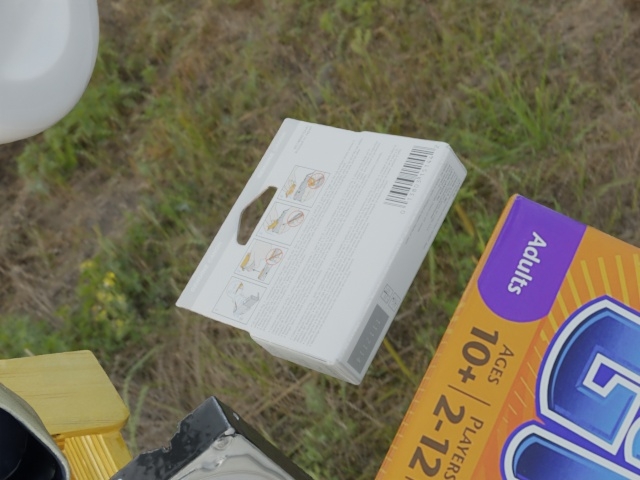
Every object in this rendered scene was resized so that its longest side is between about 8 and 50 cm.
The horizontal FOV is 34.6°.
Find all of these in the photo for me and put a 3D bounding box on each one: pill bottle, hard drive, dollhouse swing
[{"bbox_3d":[-0.336,-0.140,0.736,0.334,0.188,0.188,-7,51,35],"label":"pill bottle"},{"bbox_3d":[-0.117,0.344,1.205,0.237,0.339,0.064,-38,46,0],"label":"hard drive"},{"bbox_3d":[-0.392,0.369,1.434,0.315,0.347,0.305,-6,62,-20],"label":"dollhouse swing"}]

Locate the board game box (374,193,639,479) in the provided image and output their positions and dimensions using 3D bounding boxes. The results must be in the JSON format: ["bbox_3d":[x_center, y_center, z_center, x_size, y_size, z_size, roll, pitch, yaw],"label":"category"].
[{"bbox_3d":[0.201,0.247,0.736,0.356,0.356,0.356,25,73,9],"label":"board game box"}]

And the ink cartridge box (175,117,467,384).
[{"bbox_3d":[0.000,0.000,1.245,0.261,0.066,0.296,15,68,39],"label":"ink cartridge box"}]

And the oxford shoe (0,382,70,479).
[{"bbox_3d":[-0.345,0.111,0.730,0.146,0.397,0.140,12,81,40],"label":"oxford shoe"}]
